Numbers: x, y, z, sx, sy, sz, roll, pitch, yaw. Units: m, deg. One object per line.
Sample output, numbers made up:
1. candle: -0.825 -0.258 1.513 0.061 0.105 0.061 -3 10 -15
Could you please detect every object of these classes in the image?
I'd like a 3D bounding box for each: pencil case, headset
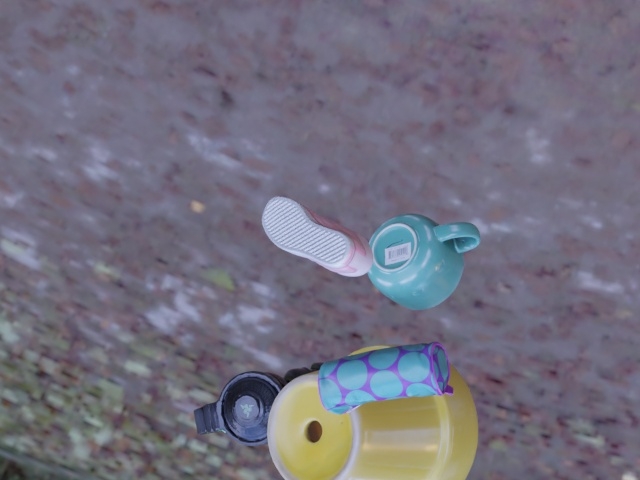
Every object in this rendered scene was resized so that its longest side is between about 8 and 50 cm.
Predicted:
1. pencil case: 0.077 0.165 1.496 0.152 0.064 0.070 -12 109 21
2. headset: -0.055 0.317 2.242 0.243 0.185 0.394 -3 167 -41

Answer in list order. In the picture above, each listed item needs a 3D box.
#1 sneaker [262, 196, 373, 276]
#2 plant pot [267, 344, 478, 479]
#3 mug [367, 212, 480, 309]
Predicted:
1. sneaker: 0.000 0.000 1.312 0.134 0.051 0.070 30 -176 40
2. plant pot: 0.059 0.273 1.809 0.254 0.254 0.239 -6 170 38
3. mug: 0.138 0.015 1.828 0.129 0.158 0.097 36 -178 40
